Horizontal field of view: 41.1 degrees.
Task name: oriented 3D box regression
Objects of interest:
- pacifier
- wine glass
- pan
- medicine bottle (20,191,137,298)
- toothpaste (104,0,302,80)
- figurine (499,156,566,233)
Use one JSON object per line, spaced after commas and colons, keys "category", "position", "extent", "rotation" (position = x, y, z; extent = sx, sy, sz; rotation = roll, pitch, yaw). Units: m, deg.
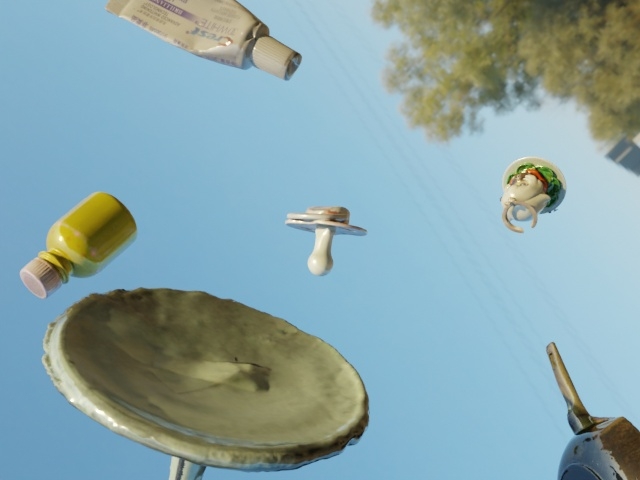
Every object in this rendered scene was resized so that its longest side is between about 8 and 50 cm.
{"category": "pacifier", "position": [0.000, 0.000, 0.934], "extent": [0.081, 0.078, 0.099], "rotation": [12, 174, -43]}
{"category": "wine glass", "position": [-0.115, 0.256, 0.588], "extent": [0.267, 0.406, 0.267], "rotation": [16, -163, -5]}
{"category": "pan", "position": [0.209, 0.188, 0.678], "extent": [0.048, 0.128, 0.202], "rotation": [-6, -154, -18]}
{"category": "medicine bottle", "position": [-0.446, 0.015, 1.558], "extent": [0.122, 0.122, 0.212], "rotation": [43, -125, 0]}
{"category": "toothpaste", "position": [-0.154, -0.304, 1.188], "extent": [0.282, 0.068, 0.099], "rotation": [30, -134, 8]}
{"category": "figurine", "position": [0.402, -0.076, 1.658], "extent": [0.132, 0.132, 0.154], "rotation": [42, -141, -1]}
